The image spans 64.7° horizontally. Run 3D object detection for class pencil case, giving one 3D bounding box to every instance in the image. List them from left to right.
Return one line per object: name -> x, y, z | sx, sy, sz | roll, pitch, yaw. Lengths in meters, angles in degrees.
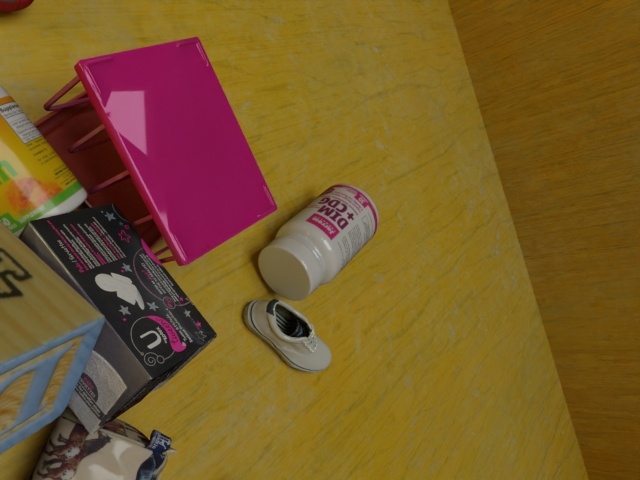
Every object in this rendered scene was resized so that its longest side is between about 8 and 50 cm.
pencil case -> -0.334, 0.442, 0.650 | 0.184, 0.160, 0.410 | 29, 59, -24

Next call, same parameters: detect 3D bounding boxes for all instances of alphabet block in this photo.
alphabet block -> -0.395, 0.117, 0.545 | 0.197, 0.192, 0.193 | 37, 24, 11

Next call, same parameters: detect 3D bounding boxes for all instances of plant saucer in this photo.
plant saucer -> -0.326, -0.141, 0.876 | 0.259, 0.048, 0.258 | 54, 47, -24

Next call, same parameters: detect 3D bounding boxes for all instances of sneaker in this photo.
sneaker -> -0.050, 0.209, 1.072 | 0.258, 0.091, 0.094 | 40, 54, -35

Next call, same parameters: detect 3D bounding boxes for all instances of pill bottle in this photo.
pill bottle -> -0.445, -0.121, 0.670 | 0.245, 0.136, 0.136 | 58, 45, -22
pill bottle -> 0.000, 0.000, 1.122 | 0.283, 0.160, 0.160 | -44, 114, -44

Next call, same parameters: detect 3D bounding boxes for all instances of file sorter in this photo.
file sorter -> -0.248, -0.123, 0.786 | 0.202, 0.182, 0.290 | -37, 108, -45

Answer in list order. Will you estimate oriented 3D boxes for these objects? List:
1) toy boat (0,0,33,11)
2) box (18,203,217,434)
toy boat -> -0.478, -0.447, 0.695 | 0.151, 0.151, 0.231 | -25, 101, -48
box -> -0.298, 0.100, 0.685 | 0.247, 0.163, 0.142 | 51, 26, 6
